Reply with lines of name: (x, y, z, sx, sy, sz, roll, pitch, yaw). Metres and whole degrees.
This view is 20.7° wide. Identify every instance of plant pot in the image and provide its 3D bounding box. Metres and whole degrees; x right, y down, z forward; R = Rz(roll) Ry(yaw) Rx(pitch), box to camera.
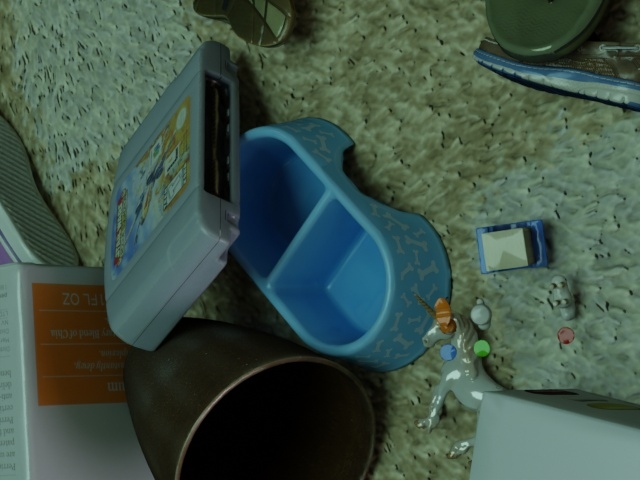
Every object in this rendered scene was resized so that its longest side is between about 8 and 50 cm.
plant pot: (-0.096, 0.166, 1.714, 0.230, 0.215, 0.215, 35, 110, 52)

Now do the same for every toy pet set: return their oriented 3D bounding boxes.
toy pet set: (0.167, 0.043, 1.570, 0.122, 0.065, 0.114, -8, 90, 17)

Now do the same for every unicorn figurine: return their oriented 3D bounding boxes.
unicorn figurine: (0.132, 0.137, 1.605, 0.162, 0.060, 0.111, 37, 108, 19)

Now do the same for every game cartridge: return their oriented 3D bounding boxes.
game cartridge: (-0.150, -0.043, 1.753, 0.198, 0.062, 0.297, -45, 31, 32)

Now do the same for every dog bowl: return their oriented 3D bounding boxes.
dog bowl: (0.000, 0.000, 1.707, 0.297, 0.074, 0.166, 49, 117, 30)

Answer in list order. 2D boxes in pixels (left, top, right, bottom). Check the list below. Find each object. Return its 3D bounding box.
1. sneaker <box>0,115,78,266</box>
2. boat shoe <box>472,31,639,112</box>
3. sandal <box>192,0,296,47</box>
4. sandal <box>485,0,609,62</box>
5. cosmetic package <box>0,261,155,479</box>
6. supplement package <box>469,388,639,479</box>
sneaker: (-0.402, -0.026, 2.031, 0.161, 0.102, 0.282, -45, 61, 32)
boat shoe: (0.221, -0.162, 1.543, 0.183, 0.066, 0.066, 18, 92, 32)
sandal: (-0.071, -0.242, 1.802, 0.180, 0.049, 0.072, 28, 100, 53)
sandal: (0.199, -0.301, 1.522, 0.120, 0.086, 0.302, 5, 80, 36)
cosmetic package: (-0.269, 0.257, 1.817, 0.161, 0.230, 0.453, -9, 83, 39)
supplement package: (0.261, 0.245, 1.427, 0.262, 0.145, 0.204, 12, 95, 39)
